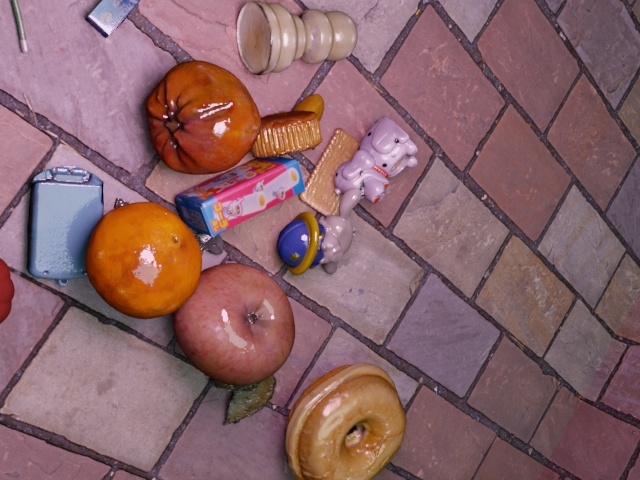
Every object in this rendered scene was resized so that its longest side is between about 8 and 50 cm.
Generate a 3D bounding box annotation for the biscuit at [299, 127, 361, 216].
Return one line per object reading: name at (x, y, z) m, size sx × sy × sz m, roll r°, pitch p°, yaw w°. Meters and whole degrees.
biscuit at (0.047, -0.198, 1.873) m, size 0.160 × 0.030 × 0.250 m, roll 32°, pitch 84°, yaw -33°

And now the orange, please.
orange at (-0.416, 0.044, 1.483) m, size 0.284 × 0.226 × 0.284 m, roll 37°, pitch 41°, yaw -40°

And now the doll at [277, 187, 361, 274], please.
doll at (0.011, -0.014, 1.773) m, size 0.242 × 0.159 × 0.311 m, roll 15°, pitch 120°, yaw -24°

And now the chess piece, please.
chess piece at (-0.042, -0.544, 1.663) m, size 0.330 × 0.182 × 0.182 m, roll -14°, pitch 109°, yaw -34°

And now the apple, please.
apple at (-0.217, 0.221, 1.642) m, size 0.345 × 0.269 × 0.345 m, roll 0°, pitch 89°, yaw -21°

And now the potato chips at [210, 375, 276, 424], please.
potato chips at (-0.229, 0.445, 1.826) m, size 0.202 × 0.029 × 0.220 m, roll -32°, pitch 132°, yaw -10°

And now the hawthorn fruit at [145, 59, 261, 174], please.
hawthorn fruit at (-0.267, -0.299, 1.526) m, size 0.298 × 0.277 × 0.277 m, roll -17°, pitch 113°, yaw -58°

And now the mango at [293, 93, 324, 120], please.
mango at (-0.031, -0.364, 1.766) m, size 0.080 × 0.060 × 0.114 m, roll 31°, pitch 80°, yaw -37°

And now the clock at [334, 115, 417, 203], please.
clock at (0.148, -0.216, 1.823) m, size 0.254 × 0.189 × 0.189 m, roll -46°, pitch 121°, yaw -8°

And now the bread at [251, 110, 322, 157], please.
bread at (-0.097, -0.290, 1.661) m, size 0.199 × 0.199 × 0.104 m, roll -21°, pitch 111°, yaw -27°

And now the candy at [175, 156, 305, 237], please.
candy at (-0.208, -0.126, 1.641) m, size 0.306 × 0.157 × 0.100 m, roll -31°, pitch 118°, yaw -29°

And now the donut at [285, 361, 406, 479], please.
donut at (0.081, 0.601, 1.984) m, size 0.449 × 0.198 × 0.449 m, roll -8°, pitch 106°, yaw -32°

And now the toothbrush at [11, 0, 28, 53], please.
toothbrush at (-0.669, -0.539, 1.347) m, size 0.024 × 0.018 × 0.257 m, roll -17°, pitch 109°, yaw -35°

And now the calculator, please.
calculator at (-0.607, -0.032, 1.486) m, size 0.173 × 0.051 × 0.293 m, roll 1°, pitch 101°, yaw -34°

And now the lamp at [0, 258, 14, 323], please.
lamp at (-0.771, 0.110, 1.331) m, size 0.227 × 0.227 × 0.227 m, roll -8°, pitch 106°, yaw -31°

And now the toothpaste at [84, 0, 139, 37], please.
toothpaste at (-0.439, -0.599, 1.460) m, size 0.066 × 0.053 × 0.272 m, roll 41°, pitch 79°, yaw -28°

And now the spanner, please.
spanner at (-0.392, -0.032, 1.638) m, size 0.325 × 0.026 × 0.093 m, roll 29°, pitch 84°, yaw -33°
